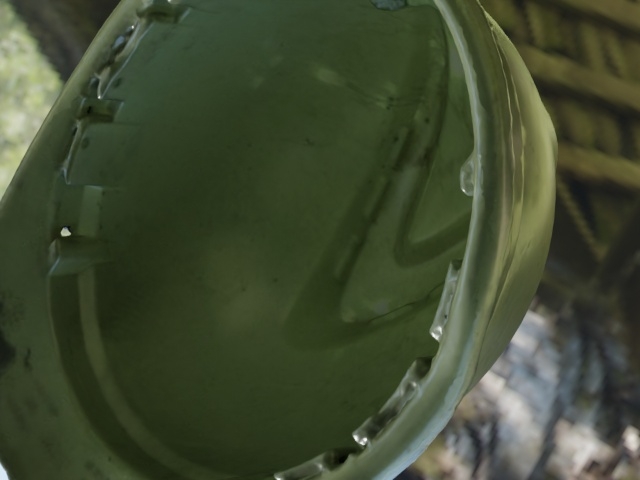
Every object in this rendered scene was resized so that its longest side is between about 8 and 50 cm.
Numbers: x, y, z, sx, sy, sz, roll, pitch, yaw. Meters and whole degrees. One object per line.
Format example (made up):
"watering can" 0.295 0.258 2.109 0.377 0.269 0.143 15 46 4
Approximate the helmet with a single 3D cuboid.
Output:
"helmet" 0.000 0.003 0.668 0.137 0.257 0.204 3 -135 -53
